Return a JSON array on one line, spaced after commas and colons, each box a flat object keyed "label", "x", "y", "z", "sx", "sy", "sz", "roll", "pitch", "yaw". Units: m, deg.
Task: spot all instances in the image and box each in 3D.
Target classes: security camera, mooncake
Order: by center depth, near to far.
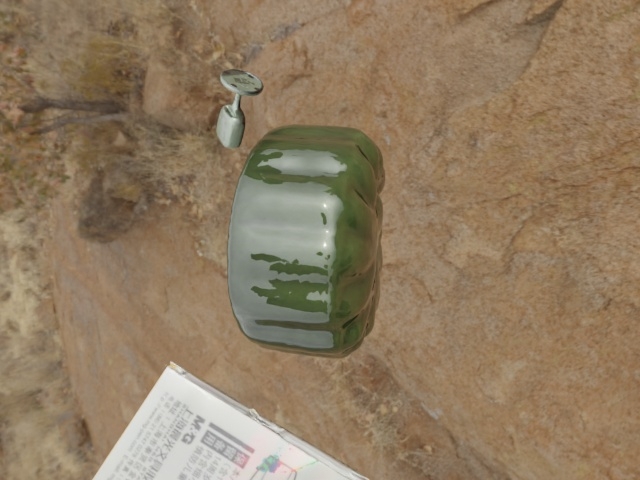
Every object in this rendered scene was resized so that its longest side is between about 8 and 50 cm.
[{"label": "security camera", "x": -0.109, "y": -0.165, "z": 0.669, "sx": 0.058, "sy": 0.058, "sz": 0.092, "roll": 49, "pitch": 136, "yaw": 28}, {"label": "mooncake", "x": 0.000, "y": 0.000, "z": 0.785, "sx": 0.187, "sy": 0.351, "sz": 0.351, "roll": 8, "pitch": 102, "yaw": 14}]

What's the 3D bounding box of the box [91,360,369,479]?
[{"label": "box", "x": -0.112, "y": 0.276, "z": 0.452, "sx": 0.221, "sy": 0.274, "sz": 0.091, "roll": 32, "pitch": 164, "yaw": 5}]
